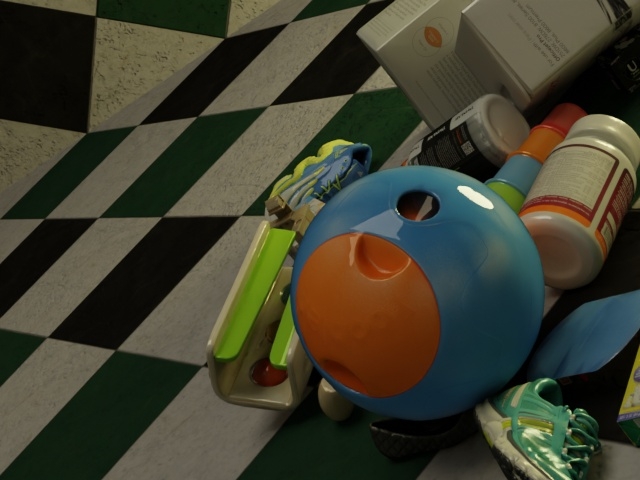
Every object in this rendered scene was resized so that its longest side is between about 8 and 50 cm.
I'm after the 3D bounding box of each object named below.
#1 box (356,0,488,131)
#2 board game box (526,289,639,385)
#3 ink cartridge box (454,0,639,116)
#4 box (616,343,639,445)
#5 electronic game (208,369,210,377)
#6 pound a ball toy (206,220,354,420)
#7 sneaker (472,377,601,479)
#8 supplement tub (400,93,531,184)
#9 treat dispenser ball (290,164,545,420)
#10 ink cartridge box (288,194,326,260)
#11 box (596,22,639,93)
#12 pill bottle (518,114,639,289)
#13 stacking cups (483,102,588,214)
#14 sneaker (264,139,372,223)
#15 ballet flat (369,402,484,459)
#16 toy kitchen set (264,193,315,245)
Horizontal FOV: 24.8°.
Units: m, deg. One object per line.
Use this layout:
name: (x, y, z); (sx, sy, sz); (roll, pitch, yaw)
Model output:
box: (0.268, -0.354, 2.396); (0.345, 0.215, 0.168); (-38, 21, 4)
board game box: (0.309, 0.118, 1.631); (0.169, 0.033, 0.133); (-21, 24, 54)
ink cartridge box: (0.398, -0.370, 2.150); (0.395, 0.166, 0.285); (-40, -6, 0)
box: (0.377, 0.126, 1.505); (0.105, 0.043, 0.179); (-21, 26, 39)
electronic game: (-0.077, 0.140, 2.211); (0.229, 0.048, 0.229); (-33, 22, 15)
pound a ball toy: (-0.022, 0.127, 2.022); (0.208, 0.135, 0.319); (6, 43, 14)
sneaker: (0.235, 0.213, 1.490); (0.110, 0.107, 0.275); (-29, 22, 2)
supplement tub: (0.210, -0.123, 2.148); (0.190, 0.117, 0.117); (-34, 20, 39)
treat dispenser ball: (0.109, 0.058, 1.650); (0.288, 0.288, 0.288); (-33, 22, 15)
ink cartridge box: (0.000, 0.000, 2.305); (0.092, 0.090, 0.143); (-43, 22, -8)
box: (0.457, -0.265, 2.119); (0.083, 0.062, 0.052); (-40, 20, 1)
pill bottle: (0.326, -0.053, 1.833); (0.121, 0.121, 0.221); (-18, 30, 44)
stacking cups: (0.278, -0.072, 2.003); (0.316, 0.096, 0.096); (-48, 23, -27)
sneaker: (0.004, -0.097, 2.493); (0.126, 0.091, 0.240); (-12, 34, 49)
ballet flat: (0.132, 0.216, 1.714); (0.173, 0.049, 0.057); (-25, 25, 31)
toy kitchen set: (-0.058, -0.022, 2.226); (0.083, 0.068, 0.075); (-26, 26, 29)
